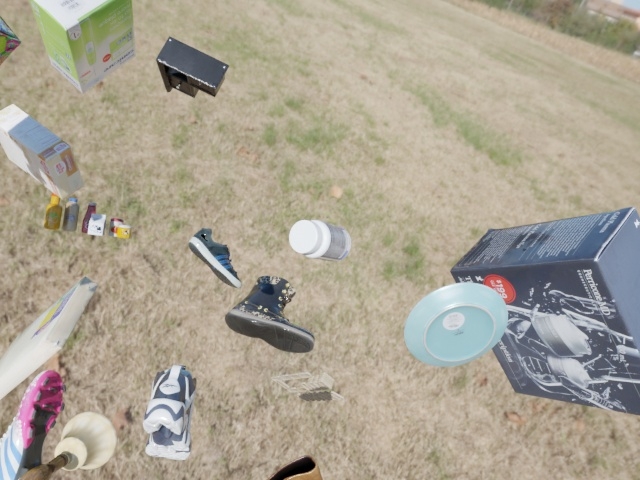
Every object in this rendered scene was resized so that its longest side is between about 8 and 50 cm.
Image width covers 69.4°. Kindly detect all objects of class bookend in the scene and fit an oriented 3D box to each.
[{"bbox_3d":[-0.315,-0.409,1.168,0.156,0.072,0.157,25,-13,-5],"label":"bookend"}]

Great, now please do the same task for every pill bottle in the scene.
[{"bbox_3d":[0.000,0.000,0.945,0.078,0.078,0.137,39,13,28],"label":"pill bottle"}]

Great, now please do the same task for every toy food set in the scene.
[{"bbox_3d":[-0.682,-0.071,1.384,0.232,0.105,0.111,7,-1,-14],"label":"toy food set"}]

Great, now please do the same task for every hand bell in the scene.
[{"bbox_3d":[-0.515,0.437,0.911,0.126,0.126,0.242,21,-3,2],"label":"hand bell"}]

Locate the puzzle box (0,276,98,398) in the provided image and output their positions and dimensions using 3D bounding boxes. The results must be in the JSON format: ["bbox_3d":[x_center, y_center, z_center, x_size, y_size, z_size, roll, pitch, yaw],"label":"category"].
[{"bbox_3d":[-0.851,0.308,1.381,0.052,0.408,0.272,44,23,-26],"label":"puzzle box"}]

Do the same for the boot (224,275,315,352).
[{"bbox_3d":[-0.168,0.295,1.915,0.377,0.138,0.284,13,37,13],"label":"boot"}]

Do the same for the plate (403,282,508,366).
[{"bbox_3d":[0.240,0.157,0.810,0.188,0.188,0.024,13,27,-12],"label":"plate"}]

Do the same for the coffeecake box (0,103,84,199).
[{"bbox_3d":[-0.660,-0.204,1.084,0.185,0.142,0.068,35,56,9],"label":"coffeecake box"}]

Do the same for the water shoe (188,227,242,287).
[{"bbox_3d":[-0.272,0.050,1.281,0.072,0.203,0.080,4,50,49],"label":"water shoe"}]

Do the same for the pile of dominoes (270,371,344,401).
[{"bbox_3d":[-0.046,0.554,1.782,0.196,0.251,0.040,43,50,-22],"label":"pile of dominoes"}]

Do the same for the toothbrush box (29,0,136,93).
[{"bbox_3d":[-0.614,-0.560,1.226,0.122,0.283,0.206,43,66,-6],"label":"toothbrush box"}]

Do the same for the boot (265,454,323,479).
[{"bbox_3d":[-0.084,0.575,0.937,0.264,0.281,0.096,-27,45,-6],"label":"boot"}]

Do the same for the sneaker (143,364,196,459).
[{"bbox_3d":[-0.299,0.342,0.947,0.093,0.235,0.153,5,46,0],"label":"sneaker"}]

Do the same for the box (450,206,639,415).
[{"bbox_3d":[0.493,0.142,0.927,0.179,0.312,0.343,-38,102,-30],"label":"box"}]

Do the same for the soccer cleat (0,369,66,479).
[{"bbox_3d":[-0.756,0.496,1.165,0.143,0.116,0.332,-7,62,12],"label":"soccer cleat"}]

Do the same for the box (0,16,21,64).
[{"bbox_3d":[-0.550,-0.293,0.467,0.279,0.177,0.290,52,11,2],"label":"box"}]
